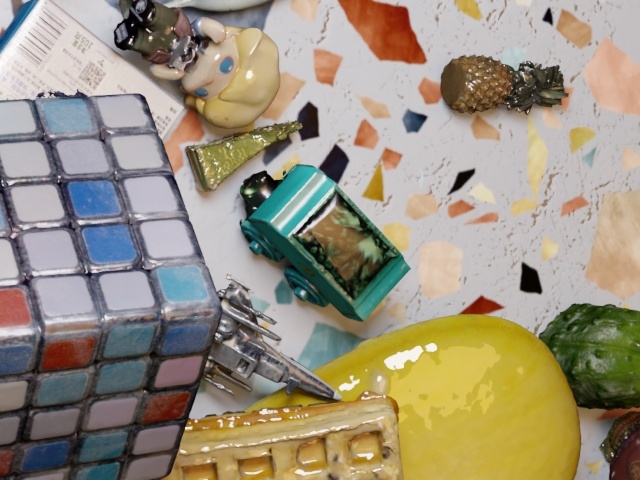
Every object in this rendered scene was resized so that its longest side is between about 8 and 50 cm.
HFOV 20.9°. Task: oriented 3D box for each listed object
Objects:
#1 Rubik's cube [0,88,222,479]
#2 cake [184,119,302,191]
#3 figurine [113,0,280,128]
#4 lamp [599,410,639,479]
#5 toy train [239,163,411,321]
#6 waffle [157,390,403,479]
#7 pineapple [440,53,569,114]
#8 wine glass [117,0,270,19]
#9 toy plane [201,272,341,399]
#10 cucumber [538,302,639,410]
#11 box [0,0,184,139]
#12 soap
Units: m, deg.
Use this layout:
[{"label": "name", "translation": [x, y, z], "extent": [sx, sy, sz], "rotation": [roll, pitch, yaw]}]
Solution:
[{"label": "Rubik's cube", "translation": [-0.286, 0.059, 1.642], "extent": [0.292, 0.287, 0.293], "rotation": [-8, 53, -24]}, {"label": "cake", "translation": [-0.087, -0.110, 1.913], "extent": [0.140, 0.051, 0.055], "rotation": [-35, 103, -22]}, {"label": "figurine", "translation": [-0.126, -0.195, 1.834], "extent": [0.196, 0.108, 0.114], "rotation": [28, 97, -47]}, {"label": "lamp", "translation": [0.410, 0.264, 2.094], "extent": [0.156, 0.157, 0.135], "rotation": [7, 43, -58]}, {"label": "toy train", "translation": [0.000, 0.000, 1.900], "extent": [0.198, 0.154, 0.107], "rotation": [46, 77, -19]}, {"label": "waffle", "translation": [-0.089, 0.302, 1.817], "extent": [0.376, 0.114, 0.261], "rotation": [-8, 100, -3]}, {"label": "pineapple", "translation": [0.221, -0.184, 2.043], "extent": [0.159, 0.074, 0.074], "rotation": [-1, 91, -27]}, {"label": "wine glass", "translation": [-0.119, -0.272, 1.890], "extent": [0.198, 0.066, 0.066], "rotation": [-21, 100, -22]}, {"label": "toy plane", "translation": [-0.087, 0.118, 1.860], "extent": [0.234, 0.160, 0.082], "rotation": [36, 36, 9]}, {"label": "cucumber", "translation": [0.355, 0.139, 2.017], "extent": [0.134, 0.244, 0.134], "rotation": [0, 89, -18]}, {"label": "box", "translation": [-0.263, -0.143, 1.820], "extent": [0.194, 0.073, 0.139], "rotation": [38, 76, -20]}, {"label": "soap", "translation": [0.088, 0.253, 1.952], "extent": [0.427, 0.115, 0.306], "rotation": [-22, 104, -5]}]
